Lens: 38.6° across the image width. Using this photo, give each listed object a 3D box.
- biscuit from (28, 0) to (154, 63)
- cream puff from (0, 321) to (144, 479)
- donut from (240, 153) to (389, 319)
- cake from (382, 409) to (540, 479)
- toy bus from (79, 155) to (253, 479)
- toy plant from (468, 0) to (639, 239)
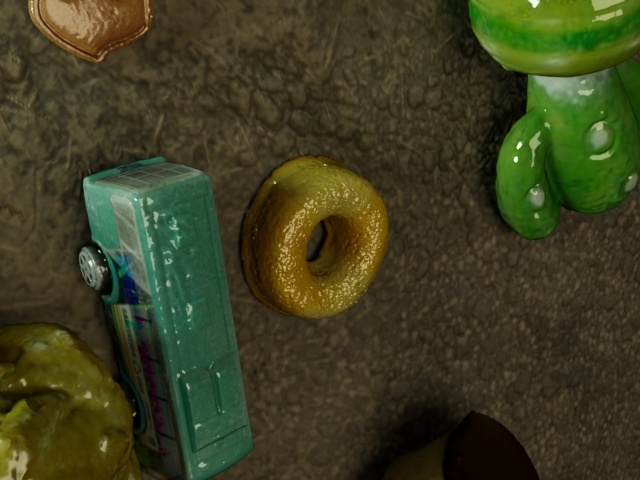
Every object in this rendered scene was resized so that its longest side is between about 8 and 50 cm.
[{"bbox_3d":[-0.169,-0.200,0.687,0.102,0.019,0.131,6,96,-35],"label":"biscuit"},{"bbox_3d":[-0.236,0.163,0.603,0.244,0.244,0.196,-17,78,-32],"label":"cream puff"},{"bbox_3d":[0.000,0.000,0.825,0.151,0.058,0.152,-9,107,-32],"label":"donut"},{"bbox_3d":[0.124,0.294,0.920,0.185,0.178,0.208,8,61,-56],"label":"cake"},{"bbox_3d":[-0.121,0.069,0.726,0.091,0.109,0.262,-22,113,-36],"label":"toy bus"},{"bbox_3d":[0.260,-0.158,0.929,0.224,0.184,0.316,-33,133,-20],"label":"toy plant"}]
